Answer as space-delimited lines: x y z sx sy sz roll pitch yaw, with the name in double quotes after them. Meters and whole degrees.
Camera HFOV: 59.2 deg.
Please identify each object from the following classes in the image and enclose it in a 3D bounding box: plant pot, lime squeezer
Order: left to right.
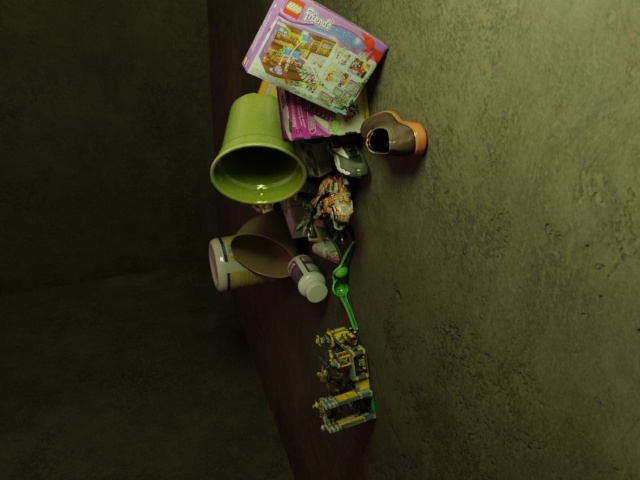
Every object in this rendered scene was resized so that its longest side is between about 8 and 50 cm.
-0.183 -0.289 1.679 0.276 0.275 0.254 110 160 -56 "plant pot"
-0.201 -0.006 2.305 0.284 0.283 0.191 109 -178 -55 "plant pot"
0.075 0.132 1.812 0.110 0.058 0.311 -136 41 -61 "lime squeezer"

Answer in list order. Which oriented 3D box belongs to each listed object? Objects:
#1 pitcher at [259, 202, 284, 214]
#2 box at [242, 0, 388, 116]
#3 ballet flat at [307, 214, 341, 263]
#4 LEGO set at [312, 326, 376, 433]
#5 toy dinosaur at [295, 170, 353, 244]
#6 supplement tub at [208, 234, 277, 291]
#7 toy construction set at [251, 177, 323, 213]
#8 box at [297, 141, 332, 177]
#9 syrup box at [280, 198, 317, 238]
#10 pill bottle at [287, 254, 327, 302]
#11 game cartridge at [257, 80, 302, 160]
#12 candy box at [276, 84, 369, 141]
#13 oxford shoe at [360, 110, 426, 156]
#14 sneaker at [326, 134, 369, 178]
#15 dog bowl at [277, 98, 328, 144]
-0.199 -0.159 2.408 0.207 0.125 0.178 38 151 48 "pitcher"
-0.009 -0.434 1.318 0.201 0.293 0.057 -55 39 24 "box"
0.000 0.000 1.931 0.077 0.079 0.222 102 152 -46 "ballet flat"
0.040 0.458 1.834 0.255 0.191 0.332 -139 40 -61 "LEGO set"
0.045 -0.116 1.703 0.322 0.164 0.219 -61 -8 -60 "toy dinosaur"
-0.314 0.086 2.506 0.241 0.330 0.241 171 90 -71 "supplement tub"
-0.106 -0.177 1.886 0.327 0.214 0.151 -34 -43 -67 "toy construction set"
-0.039 -0.349 1.672 0.063 0.067 0.324 4 115 43 "box"
-0.089 -0.134 2.103 0.093 0.096 0.237 109 147 -55 "syrup box"
-0.044 0.144 2.088 0.193 0.108 0.108 -126 32 -54 "pill bottle"
-0.080 -0.425 1.751 0.285 0.052 0.324 47 140 15 "game cartridge"
0.010 -0.351 1.482 0.071 0.233 0.159 16 116 64 "candy box"
0.145 -0.256 1.342 0.271 0.098 0.097 -144 47 -65 "oxford shoe"
0.073 -0.262 1.586 0.234 0.078 0.106 -118 24 -49 "sneaker"
-0.046 -0.414 1.560 0.074 0.165 0.298 4 100 46 "dog bowl"
